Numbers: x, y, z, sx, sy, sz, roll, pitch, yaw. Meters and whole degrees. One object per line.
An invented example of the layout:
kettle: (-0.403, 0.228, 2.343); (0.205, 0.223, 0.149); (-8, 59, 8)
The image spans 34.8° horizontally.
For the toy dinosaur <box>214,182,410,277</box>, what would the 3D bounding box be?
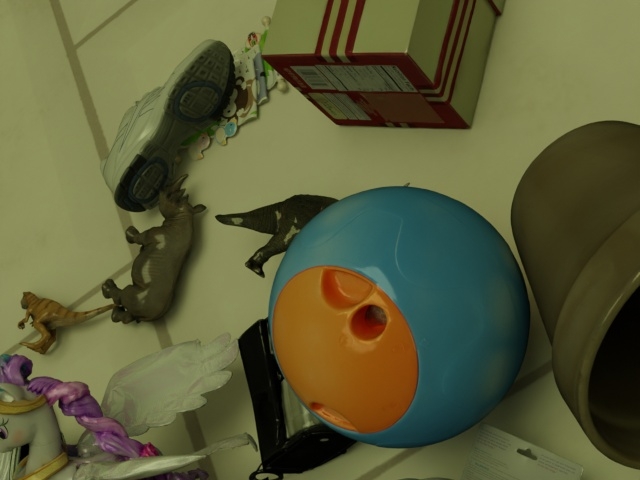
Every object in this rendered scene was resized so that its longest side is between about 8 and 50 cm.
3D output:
toy dinosaur: (0.000, 0.000, 1.374); (0.313, 0.121, 0.160); (15, 64, 40)

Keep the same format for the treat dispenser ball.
treat dispenser ball: (0.086, 0.084, 1.132); (0.288, 0.288, 0.288); (-13, 62, 26)

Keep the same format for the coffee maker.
coffee maker: (-0.045, 0.192, 1.288); (0.171, 0.120, 0.178); (-27, 56, 19)

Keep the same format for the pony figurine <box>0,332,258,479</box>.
pony figurine: (-0.247, 0.284, 1.235); (0.350, 0.364, 0.303); (-11, 18, -6)

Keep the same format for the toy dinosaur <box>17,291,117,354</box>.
toy dinosaur: (-0.414, 0.120, 1.584); (0.211, 0.064, 0.112); (10, 72, 34)

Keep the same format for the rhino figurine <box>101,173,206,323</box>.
rhino figurine: (-0.238, 0.012, 1.521); (0.106, 0.073, 0.243); (8, 71, 38)

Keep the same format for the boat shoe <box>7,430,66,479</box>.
boat shoe: (-0.370, 0.390, 1.371); (0.113, 0.105, 0.306); (2, 69, -13)

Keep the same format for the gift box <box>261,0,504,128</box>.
gift box: (0.072, -0.316, 1.371); (0.276, 0.255, 0.258); (9, 75, 28)

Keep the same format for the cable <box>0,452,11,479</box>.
cable: (-0.518, 0.330, 1.533); (0.257, 0.089, 0.257); (26, 83, 37)

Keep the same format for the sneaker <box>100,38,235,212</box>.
sneaker: (-0.247, -0.192, 1.580); (0.297, 0.111, 0.129); (-53, 48, 0)

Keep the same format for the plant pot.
plant pot: (0.340, 0.019, 1.043); (0.323, 0.323, 0.280); (-41, 38, 9)

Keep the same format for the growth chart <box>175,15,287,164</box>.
growth chart: (-0.154, -0.231, 1.615); (0.237, 0.021, 0.172); (-30, 57, 17)

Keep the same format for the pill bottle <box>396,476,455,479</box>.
pill bottle: (0.128, 0.316, 0.983); (0.152, 0.152, 0.272); (-61, 15, -7)

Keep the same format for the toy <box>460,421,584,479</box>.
toy: (0.199, 0.335, 1.109); (0.137, 0.056, 0.237); (18, 85, 44)
